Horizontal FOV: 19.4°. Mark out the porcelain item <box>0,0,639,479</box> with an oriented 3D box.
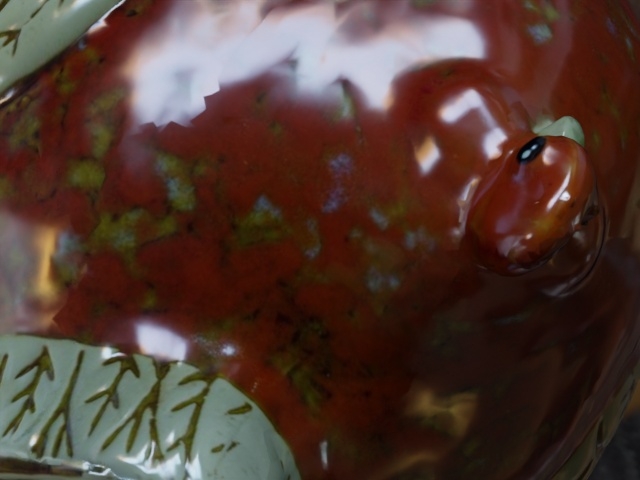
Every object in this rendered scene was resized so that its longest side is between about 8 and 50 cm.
[{"bbox_3d":[0.000,0.000,0.519,0.253,0.253,0.252,-5,103,-23],"label":"porcelain item"}]
